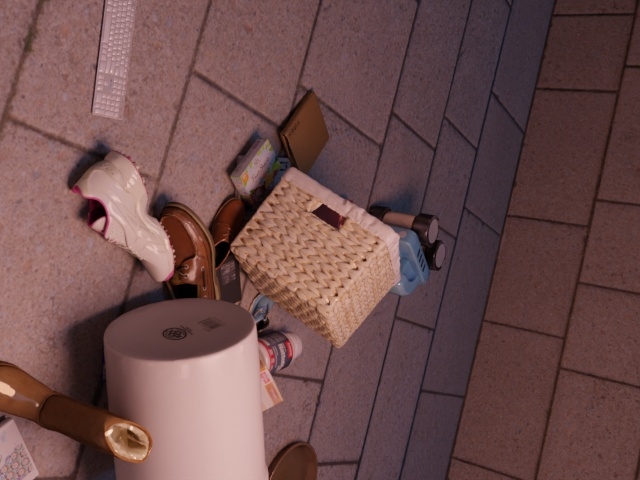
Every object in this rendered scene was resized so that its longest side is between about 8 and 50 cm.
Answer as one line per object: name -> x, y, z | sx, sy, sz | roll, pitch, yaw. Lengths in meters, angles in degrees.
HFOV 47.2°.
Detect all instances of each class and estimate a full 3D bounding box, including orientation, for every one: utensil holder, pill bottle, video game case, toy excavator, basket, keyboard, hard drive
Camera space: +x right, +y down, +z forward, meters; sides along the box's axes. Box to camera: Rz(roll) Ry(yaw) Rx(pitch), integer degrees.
utensil holder -> -0.278, 0.353, 1.517 | 0.327, 0.327, 0.386 | -27, 121, -51
pill bottle -> -0.133, 0.306, 2.001 | 0.180, 0.108, 0.108 | -13, 110, -56
video game case -> -0.152, -0.124, 1.929 | 0.212, 0.023, 0.193 | -7, 104, -57
toy excavator -> 0.197, 0.084, 2.320 | 0.445, 0.222, 0.433 | -63, 147, -26
video game case -> -0.611, 0.432, 1.369 | 0.143, 0.019, 0.157 | -42, 136, -42
basket -> -0.003, 0.050, 1.832 | 0.266, 0.328, 0.331 | -51, 160, -15
keyboard -> -0.412, -0.374, 1.466 | 0.072, 0.014, 0.256 | 2, 96, -57
hard drive -> -0.240, 0.103, 1.857 | 0.094, 0.022, 0.135 | -27, 120, -52

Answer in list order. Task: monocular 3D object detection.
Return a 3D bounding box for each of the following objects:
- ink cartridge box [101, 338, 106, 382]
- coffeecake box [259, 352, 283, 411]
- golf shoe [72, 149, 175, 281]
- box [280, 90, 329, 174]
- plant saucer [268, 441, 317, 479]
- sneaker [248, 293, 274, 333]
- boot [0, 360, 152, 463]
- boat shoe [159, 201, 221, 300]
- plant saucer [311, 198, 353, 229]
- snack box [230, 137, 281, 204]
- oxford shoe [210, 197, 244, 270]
ink cartridge box -> -0.393, 0.249, 1.639 | 0.207, 0.046, 0.097 | -10, 108, -56
coffeecake box -> -0.206, 0.387, 1.860 | 0.185, 0.068, 0.142 | -27, 128, -8
golf shoe -> -0.404, -0.028, 1.507 | 0.140, 0.115, 0.306 | -39, 124, -32
box -> -0.040, -0.290, 2.037 | 0.201, 0.021, 0.164 | -62, 145, -38
plant saucer -> -0.100, 0.749, 2.239 | 0.278, 0.041, 0.278 | -22, 117, -54
sneaker -> -0.157, 0.208, 1.966 | 0.162, 0.073, 0.063 | -57, 141, -31
boot -> -0.468, 0.310, 1.331 | 0.236, 0.269, 0.089 | 45, 61, -52
boat shoe -> -0.300, 0.062, 1.657 | 0.104, 0.110, 0.307 | -60, 144, -48
plant saucer -> 0.000, 0.000, 2.178 | 0.259, 0.047, 0.259 | -1, 99, -58
snack box -> -0.161, -0.174, 1.842 | 0.141, 0.037, 0.100 | -59, 141, -30
oxford shoe -> -0.228, -0.012, 1.779 | 0.076, 0.076, 0.212 | 31, 67, -26
